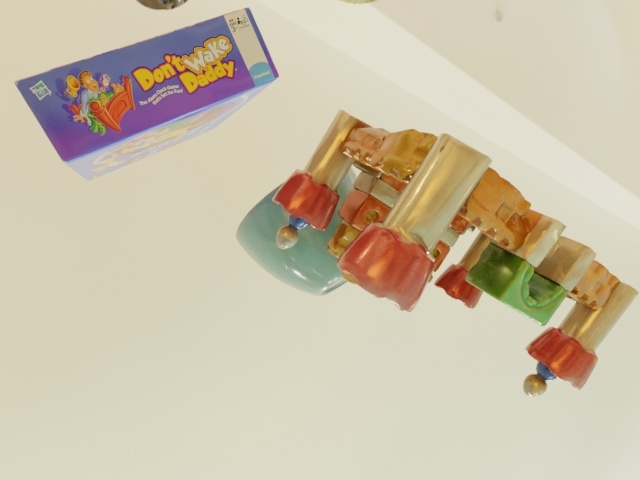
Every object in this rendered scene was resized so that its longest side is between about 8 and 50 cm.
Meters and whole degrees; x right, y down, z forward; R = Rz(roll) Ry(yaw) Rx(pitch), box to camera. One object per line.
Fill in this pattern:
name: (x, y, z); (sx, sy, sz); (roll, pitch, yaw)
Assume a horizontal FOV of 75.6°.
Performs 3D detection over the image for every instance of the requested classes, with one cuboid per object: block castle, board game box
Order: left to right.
board game box: (-0.228, -0.170, 0.554); (0.234, 0.347, 0.078); (-30, -73, -21)
block castle: (0.171, 0.032, 0.575); (0.454, 0.303, 0.212); (26, -80, -32)

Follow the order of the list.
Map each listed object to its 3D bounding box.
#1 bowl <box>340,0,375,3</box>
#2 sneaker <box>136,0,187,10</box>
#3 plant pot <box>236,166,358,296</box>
bowl: (0.021, -0.297, 0.342); (0.170, 0.080, 0.170); (-16, -51, -21)
sneaker: (-0.221, -0.397, 0.536); (0.106, 0.101, 0.267); (-1, -116, 4)
plant pot: (0.000, 0.000, 0.867); (0.290, 0.290, 0.195); (-29, -104, -24)
